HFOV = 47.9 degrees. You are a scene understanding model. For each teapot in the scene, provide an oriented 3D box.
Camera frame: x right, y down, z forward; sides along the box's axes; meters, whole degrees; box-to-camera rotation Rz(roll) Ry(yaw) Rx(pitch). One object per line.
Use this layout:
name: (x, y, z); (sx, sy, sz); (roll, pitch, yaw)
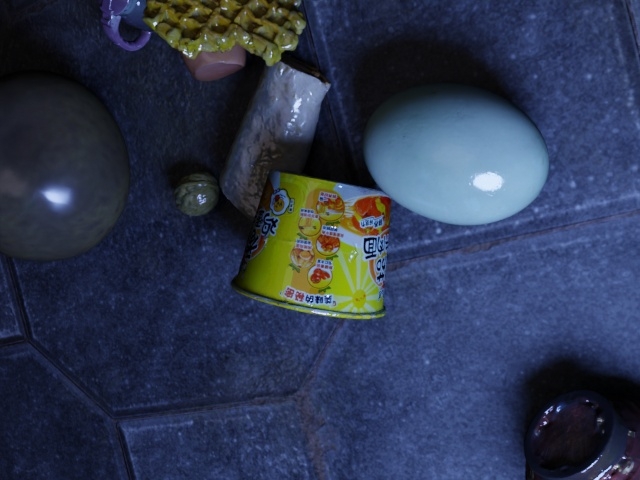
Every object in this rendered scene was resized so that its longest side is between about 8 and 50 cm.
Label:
teapot: (-0.351, -0.440, 1.336); (0.148, 0.146, 0.116); (-38, 79, 28)

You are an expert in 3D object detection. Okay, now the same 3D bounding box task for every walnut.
walnut: (-0.234, -0.088, 1.367); (0.092, 0.092, 0.092); (5, 100, 28)

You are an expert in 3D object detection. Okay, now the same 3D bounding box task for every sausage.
sausage: (-0.223, -0.438, 1.282); (0.121, 0.121, 0.304); (-19, 88, 29)

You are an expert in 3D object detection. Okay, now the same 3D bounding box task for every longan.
longan: (-0.535, -0.137, 1.370); (0.361, 0.361, 0.360); (5, 100, 28)

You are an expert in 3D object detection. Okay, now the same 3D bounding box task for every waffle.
waffle: (-0.161, -0.376, 1.173); (0.249, 0.253, 0.056); (60, 160, 17)

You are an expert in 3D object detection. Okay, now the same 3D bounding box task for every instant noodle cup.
instant noodle cup: (0.000, 0.000, 1.164); (0.265, 0.264, 0.200); (14, 96, 26)

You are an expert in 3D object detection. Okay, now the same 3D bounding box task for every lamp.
lamp: (0.404, 0.327, 1.008); (0.247, 0.247, 0.246); (5, 100, 28)

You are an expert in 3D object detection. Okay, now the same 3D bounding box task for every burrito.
burrito: (-0.086, -0.171, 1.261); (0.143, 0.105, 0.299); (26, 107, 19)

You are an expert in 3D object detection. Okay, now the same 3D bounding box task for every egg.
egg: (0.193, -0.128, 1.058); (0.283, 0.203, 0.202); (18, 106, 32)
